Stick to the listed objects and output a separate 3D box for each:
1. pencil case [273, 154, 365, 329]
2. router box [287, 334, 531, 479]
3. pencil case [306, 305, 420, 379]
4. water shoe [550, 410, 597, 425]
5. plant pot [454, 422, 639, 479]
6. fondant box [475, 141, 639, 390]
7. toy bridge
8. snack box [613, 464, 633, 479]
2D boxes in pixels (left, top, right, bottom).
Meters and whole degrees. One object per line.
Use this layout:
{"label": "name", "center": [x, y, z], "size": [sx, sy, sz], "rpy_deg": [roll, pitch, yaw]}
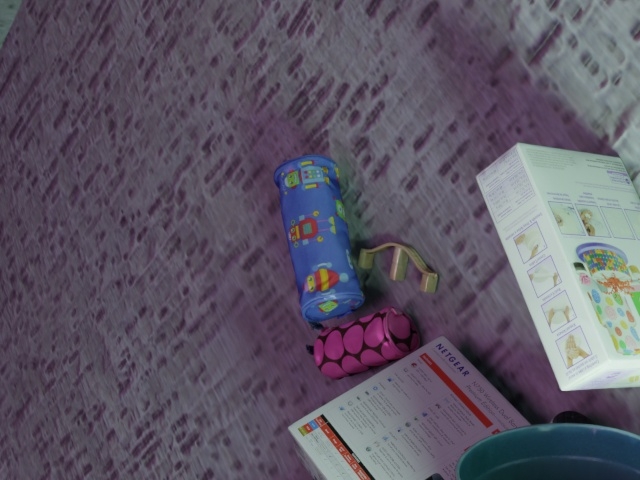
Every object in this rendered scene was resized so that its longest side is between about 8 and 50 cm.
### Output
{"label": "pencil case", "center": [0.000, 0.000, 2.167], "size": [0.119, 0.133, 0.306], "rpy_deg": [-22, 63, 21]}
{"label": "router box", "center": [0.162, 0.335, 1.837], "size": [0.335, 0.301, 0.082], "rpy_deg": [48, 160, 44]}
{"label": "pencil case", "center": [0.076, 0.176, 2.110], "size": [0.209, 0.095, 0.098], "rpy_deg": [-23, 66, 44]}
{"label": "water shoe", "center": [0.411, 0.327, 1.739], "size": [0.203, 0.073, 0.080], "rpy_deg": [46, 154, 34]}
{"label": "plant pot", "center": [0.313, 0.402, 1.526], "size": [0.272, 0.272, 0.255], "rpy_deg": [13, 114, 49]}
{"label": "fondant box", "center": [0.372, 0.035, 1.658], "size": [0.096, 0.238, 0.330], "rpy_deg": [-41, 58, 39]}
{"label": "toy bridge", "center": [0.137, 0.038, 2.095], "size": [0.188, 0.026, 0.063], "rpy_deg": [20, 102, 49]}
{"label": "snack box", "center": [0.482, 0.454, 1.590], "size": [0.322, 0.060, 0.187], "rpy_deg": [51, 126, 22]}
